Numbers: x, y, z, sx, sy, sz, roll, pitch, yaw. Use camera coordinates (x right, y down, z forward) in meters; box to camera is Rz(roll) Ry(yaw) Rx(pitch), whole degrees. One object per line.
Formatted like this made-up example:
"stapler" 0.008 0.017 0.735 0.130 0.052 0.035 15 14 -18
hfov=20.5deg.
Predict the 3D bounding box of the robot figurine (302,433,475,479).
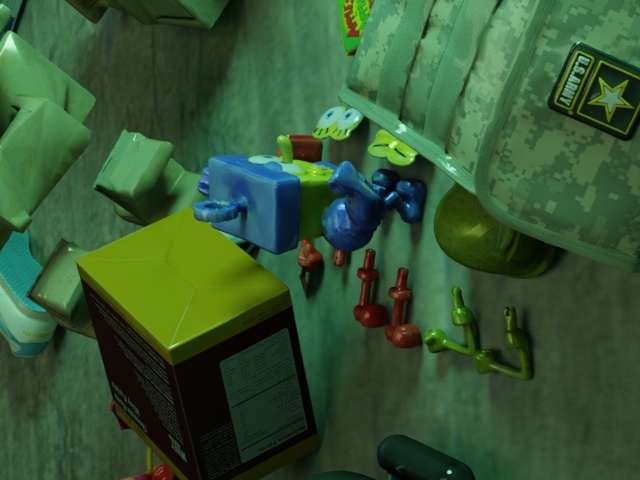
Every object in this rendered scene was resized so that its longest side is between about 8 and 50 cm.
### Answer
"robot figurine" 0.045 0.290 1.478 0.278 0.174 0.209 14 120 54

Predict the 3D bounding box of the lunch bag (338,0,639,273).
"lunch bag" 0.179 -0.141 1.291 0.287 0.169 0.235 39 119 38

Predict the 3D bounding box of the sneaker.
"sneaker" -0.388 0.046 2.156 0.228 0.087 0.092 53 133 42

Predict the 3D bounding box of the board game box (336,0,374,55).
"board game box" 0.050 -0.263 1.567 0.092 0.043 0.181 -25 71 53

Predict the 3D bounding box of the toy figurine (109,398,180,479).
"toy figurine" -0.158 0.198 1.834 0.173 0.130 0.159 -26 59 29

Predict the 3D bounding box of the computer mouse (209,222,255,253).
"computer mouse" -0.126 0.003 1.824 0.193 0.042 0.106 -37 60 49

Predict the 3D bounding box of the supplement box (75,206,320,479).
"supplement box" -0.116 0.108 1.681 0.191 0.129 0.194 37 145 48

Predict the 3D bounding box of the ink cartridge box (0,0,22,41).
"ink cartridge box" -0.428 -0.360 2.233 0.224 0.045 0.223 57 133 38

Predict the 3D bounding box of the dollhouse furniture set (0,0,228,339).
"dollhouse furniture set" -0.298 -0.161 1.791 0.256 0.362 0.394 13 68 53

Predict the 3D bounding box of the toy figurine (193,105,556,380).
"toy figurine" 0.000 0.000 1.498 0.362 0.217 0.191 25 112 52
